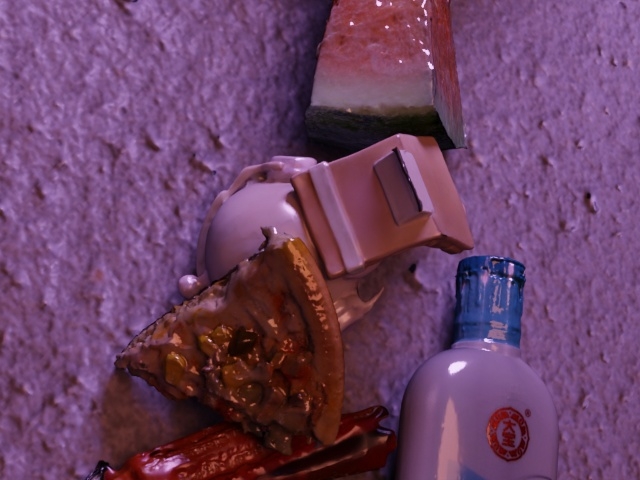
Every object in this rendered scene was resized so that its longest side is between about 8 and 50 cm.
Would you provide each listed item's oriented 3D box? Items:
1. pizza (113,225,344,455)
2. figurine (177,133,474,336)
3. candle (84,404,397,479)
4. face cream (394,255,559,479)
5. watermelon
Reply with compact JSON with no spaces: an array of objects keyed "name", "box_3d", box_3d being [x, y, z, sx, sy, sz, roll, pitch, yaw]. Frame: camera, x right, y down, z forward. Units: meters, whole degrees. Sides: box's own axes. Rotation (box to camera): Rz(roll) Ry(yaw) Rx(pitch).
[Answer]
[{"name":"pizza","box_3d":[-0.077,0.086,1.342,0.052,0.195,0.185,-33,114,-68]},{"name":"figurine","box_3d":[-0.002,0.000,1.402,0.237,0.141,0.162,-27,79,12]},{"name":"candle","box_3d":[-0.072,0.182,1.381,0.302,0.059,0.084,-15,75,-28]},{"name":"face cream","box_3d":[0.138,0.180,1.470,0.163,0.080,0.336,17,71,-31]},{"name":"watermelon","box_3d":[0.064,-0.201,1.500,0.140,0.193,0.256,2,78,6]}]
